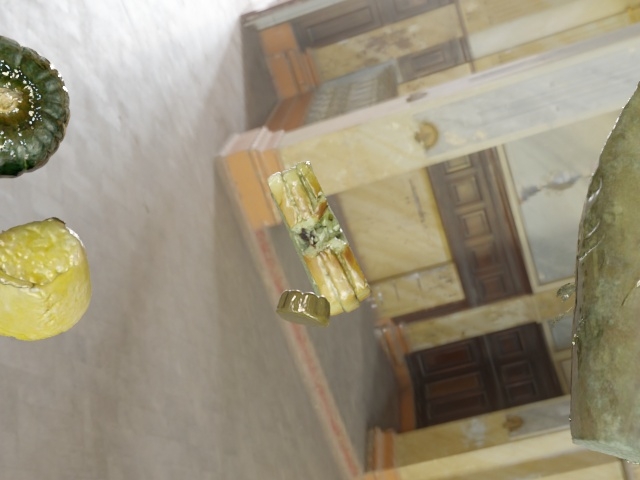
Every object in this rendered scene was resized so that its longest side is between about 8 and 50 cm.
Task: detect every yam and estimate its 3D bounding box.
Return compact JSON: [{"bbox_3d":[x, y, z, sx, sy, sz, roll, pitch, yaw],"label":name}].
[{"bbox_3d":[0.220,0.018,0.501,0.106,0.106,0.259,39,59,-71],"label":"yam"}]

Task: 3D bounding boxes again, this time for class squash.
[{"bbox_3d":[-0.485,-0.201,1.164,0.172,0.218,0.218,-134,-154,-83],"label":"squash"}]

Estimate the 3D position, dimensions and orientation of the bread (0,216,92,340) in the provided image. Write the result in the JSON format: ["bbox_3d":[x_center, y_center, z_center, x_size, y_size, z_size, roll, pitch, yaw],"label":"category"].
[{"bbox_3d":[-0.481,0.066,1.287,0.170,0.197,0.197,108,-18,-46],"label":"bread"}]

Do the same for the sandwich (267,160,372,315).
[{"bbox_3d":[-0.001,0.001,1.387,0.249,0.095,0.273,101,-35,-85],"label":"sandwich"}]

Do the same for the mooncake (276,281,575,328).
[{"bbox_3d":[0.133,0.072,0.827,0.150,0.346,0.057,162,-73,-66],"label":"mooncake"}]
